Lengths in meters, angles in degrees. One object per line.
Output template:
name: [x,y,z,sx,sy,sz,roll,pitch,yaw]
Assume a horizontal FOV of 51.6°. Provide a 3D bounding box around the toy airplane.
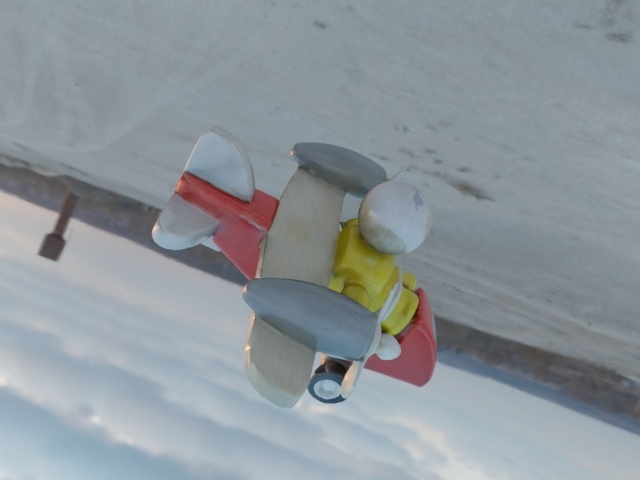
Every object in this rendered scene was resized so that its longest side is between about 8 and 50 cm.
toy airplane: [0.000,0.000,0.802,0.273,0.385,0.384,-33,157,26]
